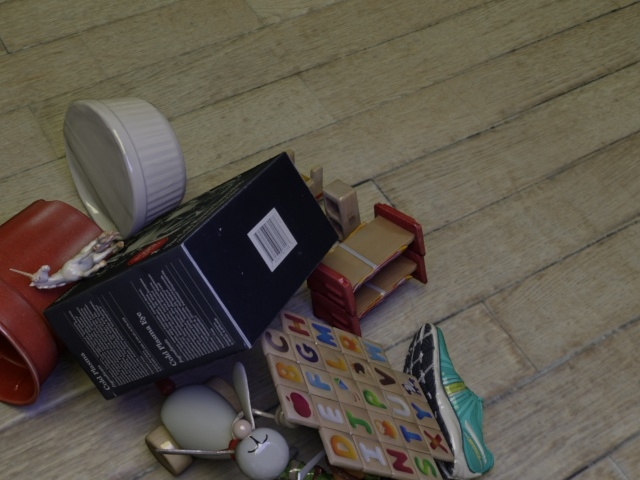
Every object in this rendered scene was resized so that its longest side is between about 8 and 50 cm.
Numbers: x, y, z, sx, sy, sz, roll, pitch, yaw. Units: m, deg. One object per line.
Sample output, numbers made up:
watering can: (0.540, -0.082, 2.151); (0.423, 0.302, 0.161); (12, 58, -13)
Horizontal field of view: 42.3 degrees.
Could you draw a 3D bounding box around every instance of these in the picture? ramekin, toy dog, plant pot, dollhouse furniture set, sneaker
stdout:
ramekin: (-0.360, -0.144, 1.539); (0.127, 0.272, 0.273); (-24, 59, -35)
toy dog: (-0.167, 0.257, 1.236); (0.161, 0.334, 0.220); (54, 44, -16)
plant pot: (-0.492, 0.085, 1.374); (0.273, 0.272, 0.265); (25, 48, 12)
dollhouse furniture set: (0.000, 0.000, 1.560); (0.201, 0.152, 0.374); (-36, 48, -26)
sneaker: (0.217, 0.273, 1.409); (0.110, 0.107, 0.275); (4, 57, -26)

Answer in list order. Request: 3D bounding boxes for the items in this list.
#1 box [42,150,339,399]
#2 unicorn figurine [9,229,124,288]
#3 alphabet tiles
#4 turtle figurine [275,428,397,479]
box: (-0.193, 0.051, 1.299); (0.178, 0.313, 0.343); (58, 33, -12)
unicorn figurine: (-0.374, 0.035, 1.277); (0.111, 0.162, 0.060); (-28, 87, 21)
alphabet tiles: (0.058, 0.233, 1.242); (0.343, 0.011, 0.285); (24, 29, -36)
turtle figurine: (-0.005, 0.300, 1.291); (0.275, 0.197, 0.266); (0, 49, -12)
